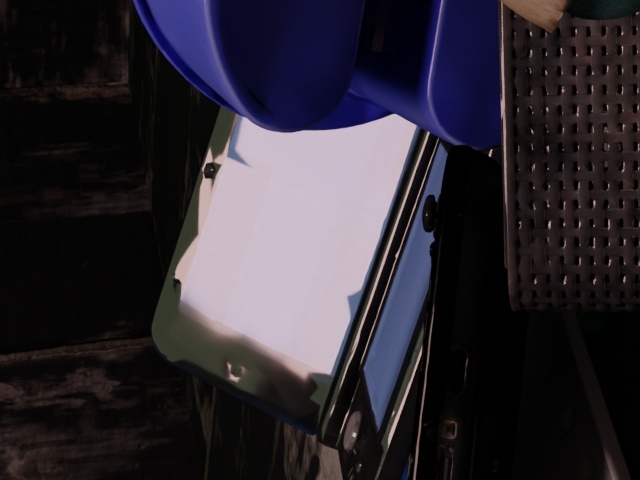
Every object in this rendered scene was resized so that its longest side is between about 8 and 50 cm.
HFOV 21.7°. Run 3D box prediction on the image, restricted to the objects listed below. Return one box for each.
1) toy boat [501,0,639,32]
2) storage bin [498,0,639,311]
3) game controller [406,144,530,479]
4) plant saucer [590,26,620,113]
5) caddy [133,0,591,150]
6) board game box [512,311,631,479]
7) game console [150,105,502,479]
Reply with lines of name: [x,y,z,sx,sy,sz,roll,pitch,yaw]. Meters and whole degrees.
toy boat: [0.149,-0.210,0.555,0.318,0.148,0.267,107,-173,-56]
storage bin: [0.131,-0.064,0.771,0.122,0.084,0.180,-42,-48,-73]
game controller: [0.062,0.113,0.853,0.166,0.067,0.319,21,-106,-75]
plant saucer: [0.151,-0.109,0.928,0.083,0.013,0.083,176,90,-78]
caddy: [0.029,-0.208,0.873,0.179,0.241,0.341,-128,47,-60]
board game box: [0.099,0.248,0.935,0.390,0.050,0.390,-99,25,-50]
game console: [0.000,0.000,1.082,0.250,0.173,0.293,-100,27,-76]
